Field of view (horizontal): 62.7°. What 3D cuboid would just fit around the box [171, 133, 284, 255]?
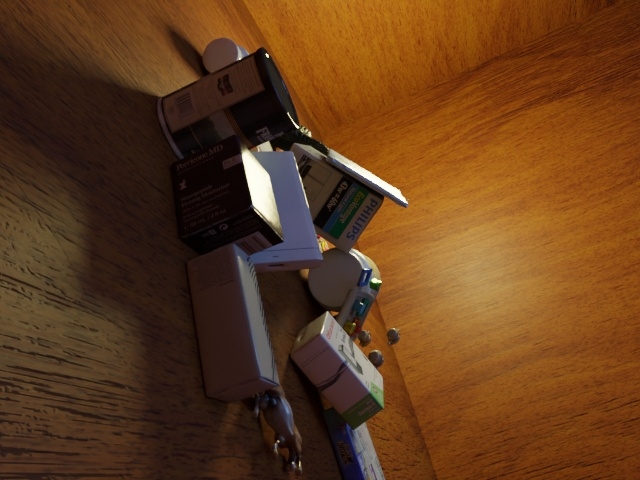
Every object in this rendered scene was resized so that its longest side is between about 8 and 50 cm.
[{"bbox_3d":[-0.202,-0.081,1.147,0.167,0.169,0.203,50,20,-57],"label":"box"}]

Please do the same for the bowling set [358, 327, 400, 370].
[{"bbox_3d":[0.158,0.411,1.986,0.200,0.287,0.154,36,-11,23],"label":"bowling set"}]

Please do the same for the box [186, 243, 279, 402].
[{"bbox_3d":[-0.168,0.153,0.994,0.094,0.113,0.275,52,20,-60],"label":"box"}]

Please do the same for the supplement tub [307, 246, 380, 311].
[{"bbox_3d":[0.091,0.150,1.974,0.331,0.241,0.241,29,40,-75],"label":"supplement tub"}]

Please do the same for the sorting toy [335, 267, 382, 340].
[{"bbox_3d":[0.119,0.260,1.768,0.047,0.347,0.196,24,-2,29],"label":"sorting toy"}]

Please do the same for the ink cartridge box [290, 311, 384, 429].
[{"bbox_3d":[0.053,0.361,1.492,0.273,0.115,0.198,50,11,-5],"label":"ink cartridge box"}]

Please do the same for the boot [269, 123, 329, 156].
[{"bbox_3d":[-0.072,-0.420,2.341,0.348,0.131,0.260,36,13,0],"label":"boot"}]

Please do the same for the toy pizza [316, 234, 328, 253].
[{"bbox_3d":[0.000,0.000,2.419,0.201,0.032,0.201,-22,90,-80],"label":"toy pizza"}]

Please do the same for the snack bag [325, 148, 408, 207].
[{"bbox_3d":[0.158,-0.212,1.816,0.323,0.037,0.342,31,12,-6],"label":"snack bag"}]

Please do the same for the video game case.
[{"bbox_3d":[0.103,0.616,1.550,0.244,0.061,0.269,40,28,-70],"label":"video game case"}]

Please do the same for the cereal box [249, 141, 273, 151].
[{"bbox_3d":[-0.228,-0.348,1.929,0.240,0.047,0.173,0,68,-79],"label":"cereal box"}]

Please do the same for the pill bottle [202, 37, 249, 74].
[{"bbox_3d":[-0.288,-0.573,1.798,0.265,0.153,0.153,26,43,-74],"label":"pill bottle"}]

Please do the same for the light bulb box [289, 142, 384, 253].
[{"bbox_3d":[0.025,-0.164,1.911,0.361,0.225,0.358,34,12,2],"label":"light bulb box"}]

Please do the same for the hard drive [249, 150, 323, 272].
[{"bbox_3d":[-0.146,-0.082,1.321,0.047,0.233,0.353,112,-31,-52],"label":"hard drive"}]

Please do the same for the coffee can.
[{"bbox_3d":[-0.215,-0.306,1.251,0.201,0.275,0.201,-22,90,-80],"label":"coffee can"}]

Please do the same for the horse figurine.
[{"bbox_3d":[-0.093,0.354,1.057,0.263,0.066,0.174,63,0,1],"label":"horse figurine"}]

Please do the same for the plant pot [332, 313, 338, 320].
[{"bbox_3d":[0.058,0.313,1.934,0.083,0.082,0.081,-168,-124,-88],"label":"plant pot"}]
